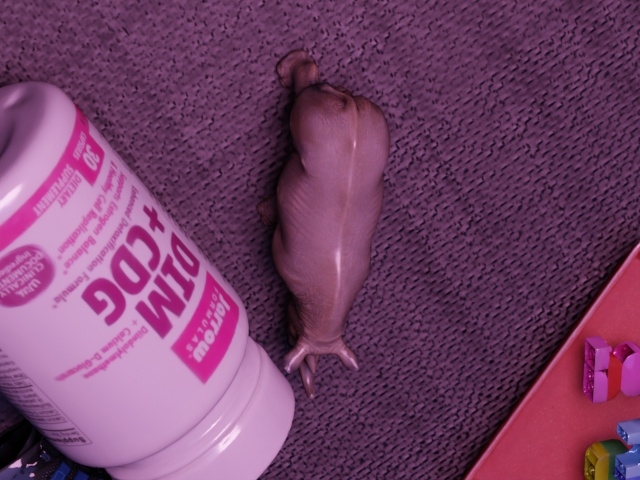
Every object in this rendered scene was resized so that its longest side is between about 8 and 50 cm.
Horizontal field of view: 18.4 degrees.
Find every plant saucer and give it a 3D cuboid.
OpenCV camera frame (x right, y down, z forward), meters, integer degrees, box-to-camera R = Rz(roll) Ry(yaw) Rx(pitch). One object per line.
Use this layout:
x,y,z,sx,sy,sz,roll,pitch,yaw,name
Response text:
0.259,0.146,1.550,0.259,0.048,0.258,30,101,-29,plant saucer

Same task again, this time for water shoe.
-0.186,0.167,1.387,0.203,0.073,0.080,-6,112,-18,water shoe

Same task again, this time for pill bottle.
-0.148,0.046,1.294,0.160,0.160,0.283,-39,120,1,pill bottle

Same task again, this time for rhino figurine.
0.000,0.000,1.357,0.073,0.106,0.243,-2,113,-18,rhino figurine

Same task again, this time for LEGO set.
0.256,0.185,1.490,0.093,0.087,0.227,-9,117,-15,LEGO set
